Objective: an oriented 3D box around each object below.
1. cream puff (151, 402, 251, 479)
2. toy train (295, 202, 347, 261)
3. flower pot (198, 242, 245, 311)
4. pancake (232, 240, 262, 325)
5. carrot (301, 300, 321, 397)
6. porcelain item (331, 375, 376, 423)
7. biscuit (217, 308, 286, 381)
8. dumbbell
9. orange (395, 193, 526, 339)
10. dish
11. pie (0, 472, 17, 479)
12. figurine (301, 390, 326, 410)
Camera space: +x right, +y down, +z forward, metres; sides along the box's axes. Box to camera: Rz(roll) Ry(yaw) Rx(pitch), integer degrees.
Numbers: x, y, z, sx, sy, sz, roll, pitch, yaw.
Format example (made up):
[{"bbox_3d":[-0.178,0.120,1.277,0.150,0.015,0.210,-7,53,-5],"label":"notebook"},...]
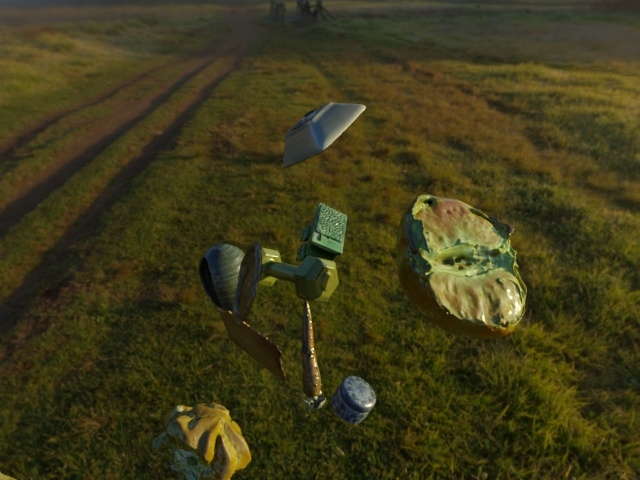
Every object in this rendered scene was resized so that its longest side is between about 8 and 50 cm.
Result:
[{"bbox_3d":[-0.355,0.661,1.426,0.270,0.323,0.274,-27,8,16],"label":"cream puff"},{"bbox_3d":[0.000,0.000,1.767,0.145,0.202,0.266,23,43,-13],"label":"toy train"},{"bbox_3d":[-0.315,0.127,1.493,0.157,0.243,0.189,-28,25,-29],"label":"flower pot"},{"bbox_3d":[-0.163,0.093,0.968,0.021,0.199,0.199,16,26,-19],"label":"pancake"},{"bbox_3d":[-0.029,0.281,1.127,0.049,0.254,0.049,-5,-2,0],"label":"carrot"},{"bbox_3d":[0.126,0.594,1.637,0.147,0.114,0.147,24,25,-12],"label":"porcelain item"},{"bbox_3d":[-0.193,0.290,1.229,0.237,0.232,0.013,30,58,23],"label":"biscuit"},{"bbox_3d":[-0.088,0.085,1.161,0.302,0.121,0.108,9,26,45],"label":"dumbbell"},{"bbox_3d":[0.281,0.053,0.938,0.263,0.196,0.334,4,66,-38],"label":"orange"},{"bbox_3d":[-0.015,-0.293,1.149,0.182,0.080,0.243,-49,19,-20],"label":"dish"},{"bbox_3d":[-0.695,0.529,0.858,0.306,0.306,0.071,23,76,37],"label":"pie"},{"bbox_3d":[-0.027,0.672,1.846,0.086,0.082,0.094,-37,1,-13],"label":"figurine"}]
